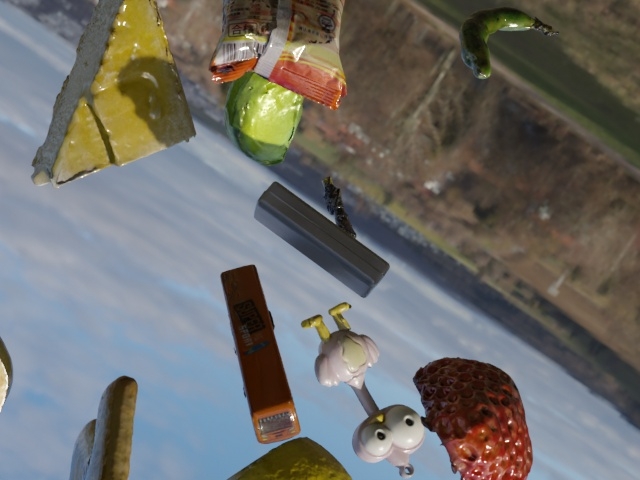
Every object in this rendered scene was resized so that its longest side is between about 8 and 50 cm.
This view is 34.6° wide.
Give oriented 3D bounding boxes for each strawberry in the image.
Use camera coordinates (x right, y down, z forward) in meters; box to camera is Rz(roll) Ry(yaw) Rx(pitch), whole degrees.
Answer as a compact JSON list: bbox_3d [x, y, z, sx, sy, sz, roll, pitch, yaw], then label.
[{"bbox_3d":[0.242,0.272,1.579,0.280,0.150,0.253,59,-174,-51],"label":"strawberry"}]

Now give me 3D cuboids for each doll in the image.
[{"bbox_3d":[0.088,0.303,2.033,0.160,0.094,0.365,-21,-105,-38],"label":"doll"}]

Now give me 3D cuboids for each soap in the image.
[{"bbox_3d":[-0.424,-0.301,1.870,0.169,0.304,0.338,17,127,59],"label":"soap"}]

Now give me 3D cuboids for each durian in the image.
[{"bbox_3d":[-0.101,-0.236,1.825,0.250,0.139,0.101,95,152,-45],"label":"durian"}]

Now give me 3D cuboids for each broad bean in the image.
[{"bbox_3d":[0.343,-0.400,2.008,0.144,0.049,0.292,37,-135,21],"label":"broad bean"}]

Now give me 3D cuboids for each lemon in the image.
[{"bbox_3d":[-0.059,0.624,2.206,0.364,0.364,0.364,33,-178,-1],"label":"lemon"}]

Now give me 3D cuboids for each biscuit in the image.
[{"bbox_3d":[-0.367,0.391,1.691,0.062,0.237,0.290,18,-136,-20],"label":"biscuit"}]

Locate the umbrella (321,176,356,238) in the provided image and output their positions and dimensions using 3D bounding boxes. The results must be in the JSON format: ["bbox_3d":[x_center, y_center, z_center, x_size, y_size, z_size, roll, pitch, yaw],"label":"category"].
[{"bbox_3d":[0.034,-0.059,2.018,0.037,0.040,0.144,-5,-117,-29],"label":"umbrella"}]

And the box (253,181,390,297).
[{"bbox_3d":[0.000,0.000,1.730,0.244,0.055,0.103,37,162,3],"label":"box"}]

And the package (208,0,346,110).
[{"bbox_3d":[-0.051,-0.339,1.541,0.223,0.288,0.108,9,153,-17],"label":"package"}]

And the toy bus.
[{"bbox_3d":[-0.123,0.213,1.996,0.409,0.093,0.092,-110,7,-47],"label":"toy bus"}]

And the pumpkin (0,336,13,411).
[{"bbox_3d":[-0.605,0.223,1.476,0.222,0.317,0.139,57,165,-29],"label":"pumpkin"}]
